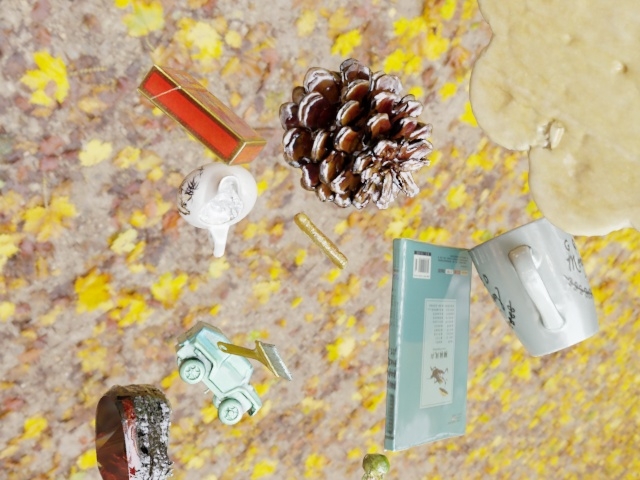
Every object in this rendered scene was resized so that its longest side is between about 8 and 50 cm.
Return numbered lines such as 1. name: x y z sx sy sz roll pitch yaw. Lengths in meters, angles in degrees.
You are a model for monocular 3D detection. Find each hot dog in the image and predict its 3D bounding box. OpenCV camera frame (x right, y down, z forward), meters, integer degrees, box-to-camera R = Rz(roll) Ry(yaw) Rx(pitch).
1. hot dog: 0.001 0.000 1.427 0.028 0.137 0.044 -48 -175 -20

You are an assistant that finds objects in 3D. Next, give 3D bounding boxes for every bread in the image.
1. bread: 0.240 -0.131 0.524 0.054 0.316 0.315 -27 141 -42

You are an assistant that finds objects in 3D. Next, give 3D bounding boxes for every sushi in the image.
1. sushi: -0.397 0.417 1.621 0.126 0.136 0.225 -3 86 -52

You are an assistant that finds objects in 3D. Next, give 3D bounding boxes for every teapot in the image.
1. teapot: -0.263 -0.093 1.966 0.209 0.166 0.299 -19 138 -26

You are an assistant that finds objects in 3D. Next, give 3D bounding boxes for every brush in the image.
1. brush: -0.132 0.212 1.417 0.011 0.205 0.083 -43 119 -31

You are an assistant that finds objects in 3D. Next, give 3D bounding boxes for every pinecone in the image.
1. pinecone: 0.062 -0.144 1.088 0.222 0.221 0.221 -28 140 -26

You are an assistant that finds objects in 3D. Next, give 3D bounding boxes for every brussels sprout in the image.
1. brussels sprout: 0.088 0.390 1.267 0.051 0.046 0.083 -40 148 -60

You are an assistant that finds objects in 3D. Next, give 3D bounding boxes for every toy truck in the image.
1. toy truck: -0.270 0.352 2.023 0.156 0.155 0.279 -43 101 -7

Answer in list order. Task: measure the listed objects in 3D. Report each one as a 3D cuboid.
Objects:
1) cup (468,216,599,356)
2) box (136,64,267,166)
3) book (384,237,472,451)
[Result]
1. cup: 0.395 0.085 1.383 0.186 0.234 0.258 -25 169 17
2. box: -0.232 -0.249 1.522 0.074 0.240 0.153 -51 175 18
3. book: 0.210 0.193 1.430 0.264 0.031 0.379 9 83 -49
